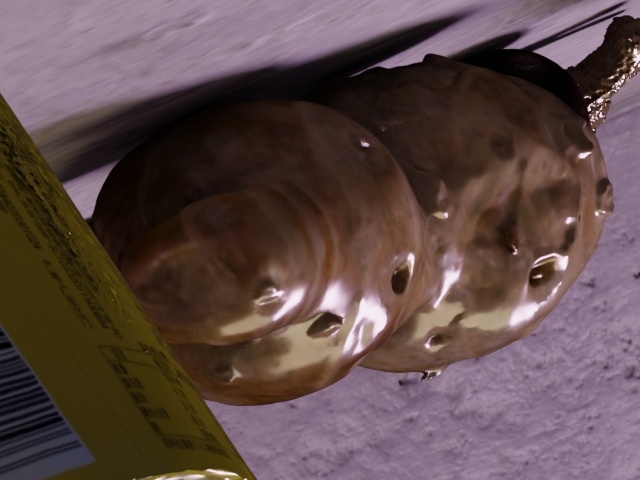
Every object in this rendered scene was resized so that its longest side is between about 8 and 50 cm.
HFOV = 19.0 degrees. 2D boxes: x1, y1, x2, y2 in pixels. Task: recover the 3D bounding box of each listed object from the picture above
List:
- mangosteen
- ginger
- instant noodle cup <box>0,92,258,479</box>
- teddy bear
[{"bbox_3d":[0.109,-0.070,1.266,0.140,0.140,0.140,-23,178,-1],"label":"mangosteen"},{"bbox_3d":[0.000,0.000,1.019,0.256,0.176,0.375,-7,-174,29],"label":"ginger"},{"bbox_3d":[-0.109,0.050,0.373,0.205,0.153,0.205,-36,154,-21],"label":"instant noodle cup"},{"bbox_3d":[0.169,-0.103,1.386,0.160,0.078,0.119,-21,-168,4],"label":"teddy bear"}]
